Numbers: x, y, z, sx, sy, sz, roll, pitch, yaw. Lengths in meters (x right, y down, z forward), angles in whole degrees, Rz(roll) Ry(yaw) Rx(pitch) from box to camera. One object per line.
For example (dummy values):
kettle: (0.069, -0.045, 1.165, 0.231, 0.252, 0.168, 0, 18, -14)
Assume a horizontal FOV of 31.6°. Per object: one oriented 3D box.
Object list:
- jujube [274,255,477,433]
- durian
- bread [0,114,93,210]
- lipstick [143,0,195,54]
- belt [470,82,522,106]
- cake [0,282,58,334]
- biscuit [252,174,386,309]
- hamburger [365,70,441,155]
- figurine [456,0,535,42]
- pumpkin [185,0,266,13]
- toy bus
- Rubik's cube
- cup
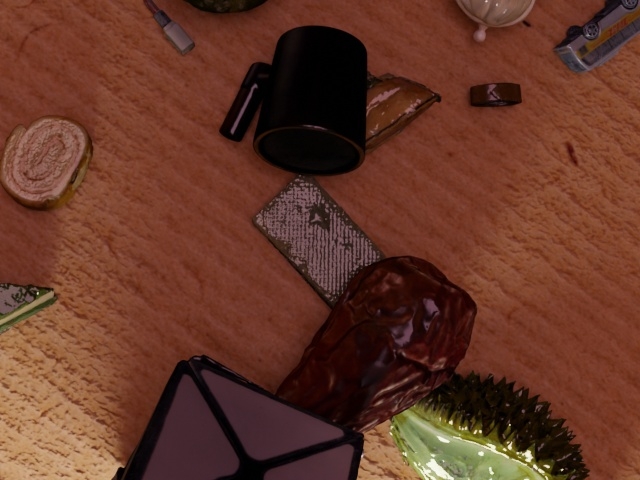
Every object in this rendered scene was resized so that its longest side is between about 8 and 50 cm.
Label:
jujube: (0.072, 0.177, 1.686, 0.216, 0.216, 0.342, 41, 89, -4)
durian: (0.276, 0.332, 1.769, 0.394, 0.163, 0.198, 32, 120, -1)
bread: (-0.414, -0.120, 1.693, 0.122, 0.073, 0.149, 25, 82, -4)
lipstick: (-0.240, -0.337, 1.762, 0.025, 0.025, 0.107, -41, 86, -10)
belt: (0.282, -0.235, 1.816, 0.083, 0.059, 0.036, -3, 87, -8)
cake: (-0.539, 0.078, 1.617, 0.283, 0.158, 0.172, -27, 89, -12)
biscuit: (0.000, 0.000, 1.764, 0.121, 0.040, 0.199, -44, 94, -10)
hamburger: (0.094, -0.209, 1.779, 0.176, 0.087, 0.102, -35, 73, 1)
figurine: (0.284, -0.448, 1.804, 0.182, 0.144, 0.257, 26, 79, -26)
pumpkin: (-0.141, -0.472, 1.705, 0.260, 0.189, 0.260, 0, 87, -9)
toy bus: (0.476, -0.349, 1.856, 0.190, 0.064, 0.075, -39, 104, -9)
Rubik's cube: (-0.146, 0.390, 1.536, 0.307, 0.305, 0.310, 25, 40, -5)
cup: (-0.044, -0.212, 1.692, 0.239, 0.166, 0.177, 3, 70, 9)
